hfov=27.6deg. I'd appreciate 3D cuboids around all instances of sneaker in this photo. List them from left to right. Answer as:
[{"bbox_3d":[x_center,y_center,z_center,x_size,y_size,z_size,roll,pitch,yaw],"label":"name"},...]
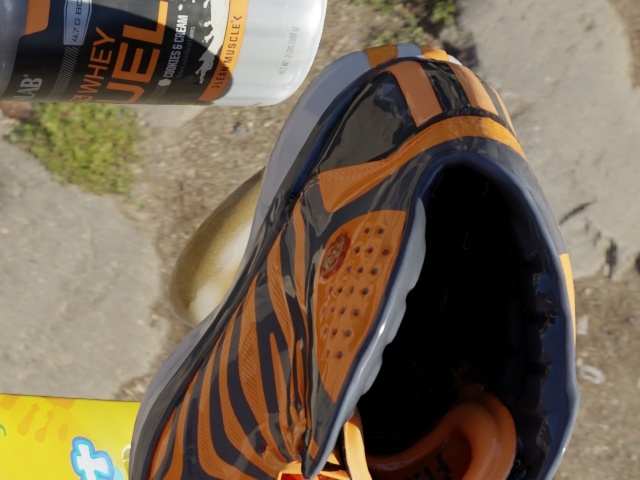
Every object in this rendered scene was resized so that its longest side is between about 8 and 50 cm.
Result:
[{"bbox_3d":[0.000,0.087,0.533,0.124,0.180,0.321,11,113,-15],"label":"sneaker"}]

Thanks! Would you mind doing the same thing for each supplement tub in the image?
[{"bbox_3d":[-0.170,-0.201,1.007,0.316,0.193,0.194,-2,92,-25],"label":"supplement tub"}]

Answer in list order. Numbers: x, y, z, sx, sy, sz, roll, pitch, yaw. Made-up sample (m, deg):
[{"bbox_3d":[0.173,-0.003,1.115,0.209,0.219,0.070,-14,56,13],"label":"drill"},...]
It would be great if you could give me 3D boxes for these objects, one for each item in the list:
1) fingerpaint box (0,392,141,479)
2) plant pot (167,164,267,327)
[{"bbox_3d":[-0.099,0.337,0.866,0.371,0.163,0.445,13,54,-51],"label":"fingerpaint box"},{"bbox_3d":[0.000,0.000,0.949,0.236,0.236,0.032,-24,64,-22],"label":"plant pot"}]
